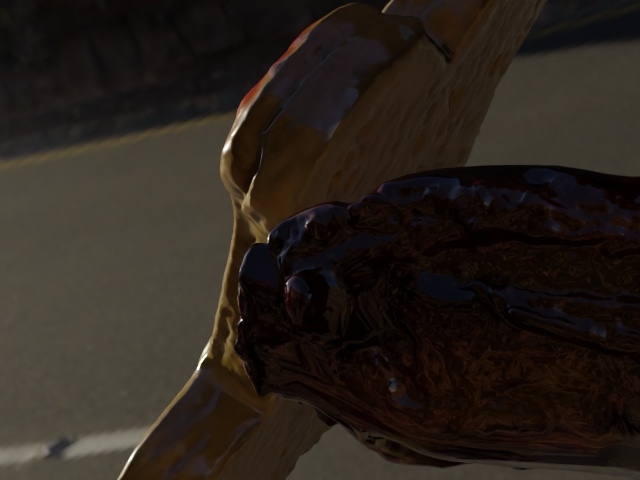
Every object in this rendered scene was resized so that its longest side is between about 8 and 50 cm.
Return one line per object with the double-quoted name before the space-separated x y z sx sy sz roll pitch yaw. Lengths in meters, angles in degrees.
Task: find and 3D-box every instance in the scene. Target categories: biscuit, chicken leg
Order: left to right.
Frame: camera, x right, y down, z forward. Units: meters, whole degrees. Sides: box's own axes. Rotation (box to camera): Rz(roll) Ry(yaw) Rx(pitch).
"biscuit" 0.000 0.000 0.915 0.076 0.394 0.368 32 44 15
"chicken leg" 0.170 0.050 0.542 0.158 0.407 0.096 120 155 -55
